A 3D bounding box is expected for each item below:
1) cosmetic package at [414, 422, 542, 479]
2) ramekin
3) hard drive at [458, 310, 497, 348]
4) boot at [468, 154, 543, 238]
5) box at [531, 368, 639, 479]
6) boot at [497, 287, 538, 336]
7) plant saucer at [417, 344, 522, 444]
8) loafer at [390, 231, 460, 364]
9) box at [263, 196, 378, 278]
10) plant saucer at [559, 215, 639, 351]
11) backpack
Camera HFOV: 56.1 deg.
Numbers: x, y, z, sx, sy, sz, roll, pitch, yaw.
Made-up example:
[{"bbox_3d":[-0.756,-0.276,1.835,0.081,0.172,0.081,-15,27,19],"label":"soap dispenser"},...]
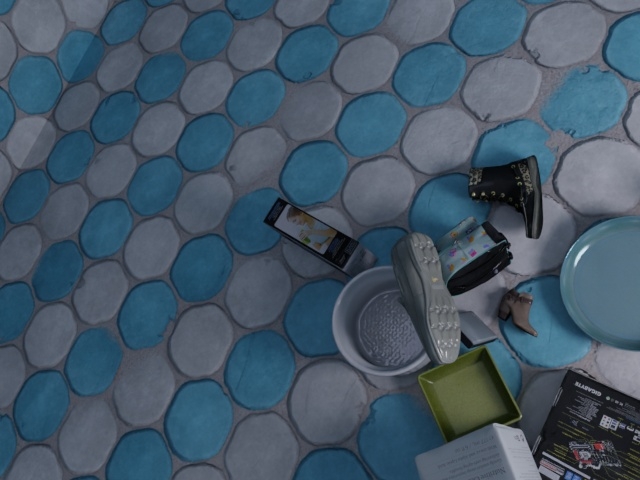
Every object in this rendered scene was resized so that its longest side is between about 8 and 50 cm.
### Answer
[{"bbox_3d":[0.365,0.600,1.221,0.217,0.156,0.384,-34,52,26],"label":"cosmetic package"},{"bbox_3d":[0.180,0.213,1.525,0.277,0.135,0.277,-8,67,20],"label":"ramekin"},{"bbox_3d":[0.362,0.214,1.452,0.094,0.135,0.022,48,118,29],"label":"hard drive"},{"bbox_3d":[0.478,-0.104,1.555,0.179,0.085,0.236,-5,62,23],"label":"boot"},{"bbox_3d":[0.636,0.459,1.276,0.322,0.079,0.257,22,82,28],"label":"box"},{"bbox_3d":[0.494,0.171,1.466,0.118,0.042,0.087,31,82,29],"label":"boot"},{"bbox_3d":[0.356,0.376,1.441,0.188,0.045,0.188,-28,62,11],"label":"plant saucer"},{"bbox_3d":[0.240,0.138,1.403,0.111,0.112,0.319,-38,54,47],"label":"loafer"},{"bbox_3d":[0.000,0.000,1.665,0.290,0.169,0.087,31,87,28],"label":"box"},{"bbox_3d":[0.722,0.099,1.380,0.318,0.044,0.317,-9,70,27],"label":"plant saucer"},{"bbox_3d":[0.362,0.045,1.496,0.188,0.166,0.144,-41,59,0],"label":"backpack"}]
